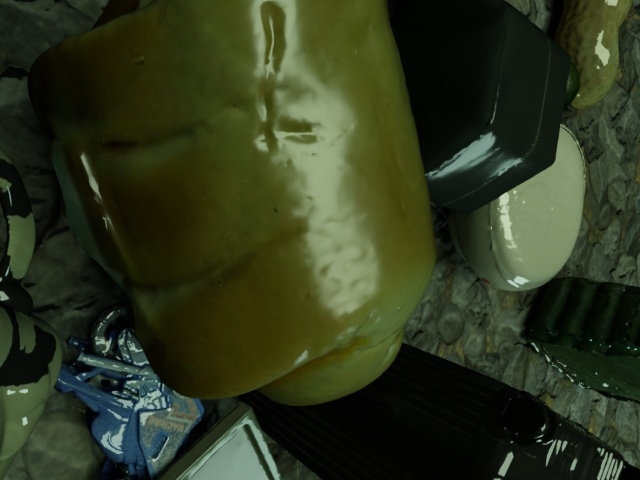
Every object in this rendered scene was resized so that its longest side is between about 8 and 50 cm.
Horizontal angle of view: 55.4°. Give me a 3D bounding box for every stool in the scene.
[{"bbox_3d":[0.145,-0.152,0.663,0.141,0.232,0.232,14,86,-38],"label":"stool"}]

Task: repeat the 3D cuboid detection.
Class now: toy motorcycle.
[{"bbox_3d":[-0.163,0.155,0.547,0.114,0.076,0.205,-32,113,-24],"label":"toy motorcycle"}]

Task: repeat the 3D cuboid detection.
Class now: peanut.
[{"bbox_3d":[0.413,-0.330,0.926,0.117,0.101,0.263,10,89,-19],"label":"peanut"}]

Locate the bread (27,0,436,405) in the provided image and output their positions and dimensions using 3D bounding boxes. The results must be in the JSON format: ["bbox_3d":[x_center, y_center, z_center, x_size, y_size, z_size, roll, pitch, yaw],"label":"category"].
[{"bbox_3d":[-0.073,-0.023,0.458,0.210,0.300,0.341,-27,115,-31],"label":"bread"}]

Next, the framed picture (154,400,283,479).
[{"bbox_3d":[-0.156,0.336,0.555,0.335,0.022,0.247,-40,134,-28],"label":"framed picture"}]

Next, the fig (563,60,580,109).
[{"bbox_3d":[0.253,-0.224,0.814,0.177,0.117,0.117,19,82,-18],"label":"fig"}]

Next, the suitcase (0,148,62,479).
[{"bbox_3d":[-0.264,0.087,0.286,0.193,0.351,0.339,25,74,2],"label":"suitcase"}]

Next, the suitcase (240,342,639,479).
[{"bbox_3d":[0.098,0.195,0.584,0.229,0.335,0.152,34,78,-35],"label":"suitcase"}]

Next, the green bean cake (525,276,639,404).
[{"bbox_3d":[0.482,0.163,0.937,0.241,0.255,0.132,40,68,-29],"label":"green bean cake"}]

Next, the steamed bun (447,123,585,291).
[{"bbox_3d":[0.252,-0.049,0.809,0.177,0.130,0.228,-2,97,-28],"label":"steamed bun"}]
